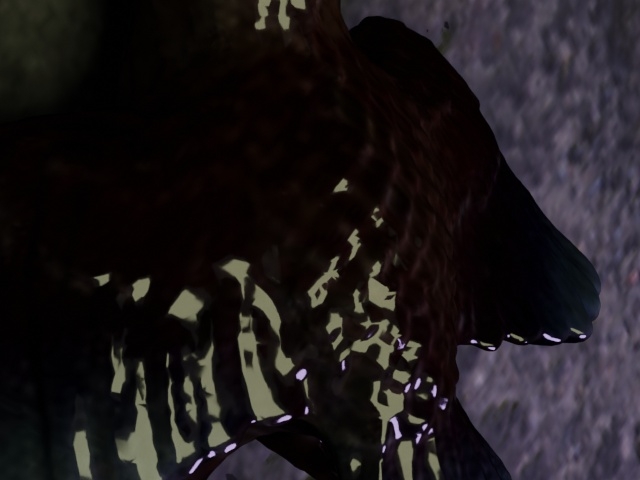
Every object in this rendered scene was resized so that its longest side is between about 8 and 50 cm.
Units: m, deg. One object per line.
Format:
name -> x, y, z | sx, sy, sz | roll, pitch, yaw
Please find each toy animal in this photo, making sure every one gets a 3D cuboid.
toy animal -> -0.001, -0.008, 0.489 | 0.218, 0.116, 0.179 | -16, 116, -37
